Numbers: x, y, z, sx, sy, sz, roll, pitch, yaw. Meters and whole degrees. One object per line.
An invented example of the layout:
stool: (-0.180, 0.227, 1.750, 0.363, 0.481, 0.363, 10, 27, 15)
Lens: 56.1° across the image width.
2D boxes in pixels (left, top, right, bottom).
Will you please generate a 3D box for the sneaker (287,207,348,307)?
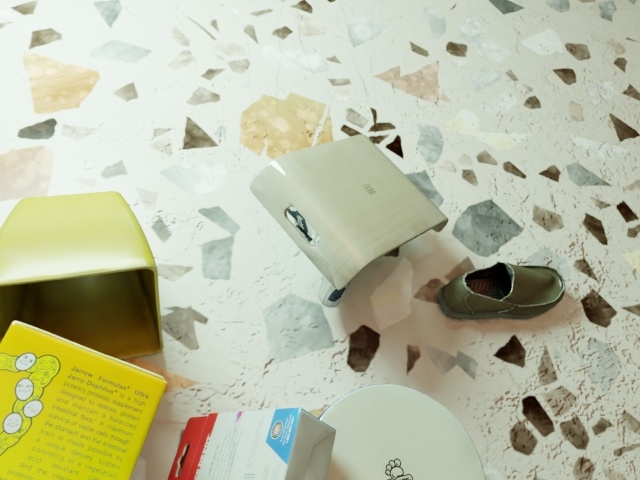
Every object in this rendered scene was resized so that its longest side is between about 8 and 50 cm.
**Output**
sneaker: (0.000, 0.000, 1.042, 0.153, 0.094, 0.235, 22, 57, 2)

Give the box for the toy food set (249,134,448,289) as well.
toy food set: (0.058, -0.056, 1.002, 0.220, 0.092, 0.306, 48, 40, 15)

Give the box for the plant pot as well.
plant pot: (-0.351, 0.047, 0.873, 0.212, 0.212, 0.187, -7, 49, -17)

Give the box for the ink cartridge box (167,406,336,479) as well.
ink cartridge box: (-0.100, 0.303, 0.796, 0.078, 0.231, 0.134, 41, 49, -34)

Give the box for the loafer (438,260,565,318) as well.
loafer: (0.338, 0.088, 1.073, 0.251, 0.087, 0.094, -8, 61, -18)

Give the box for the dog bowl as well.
dog bowl: (0.092, 0.344, 0.847, 0.264, 0.104, 0.265, 6, 58, -10)

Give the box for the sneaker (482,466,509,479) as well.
sneaker: (0.286, 0.440, 0.799, 0.108, 0.169, 0.293, -4, 59, -14)

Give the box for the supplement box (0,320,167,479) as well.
supplement box: (-0.348, 0.309, 0.685, 0.195, 0.194, 0.357, 26, 55, -15)
